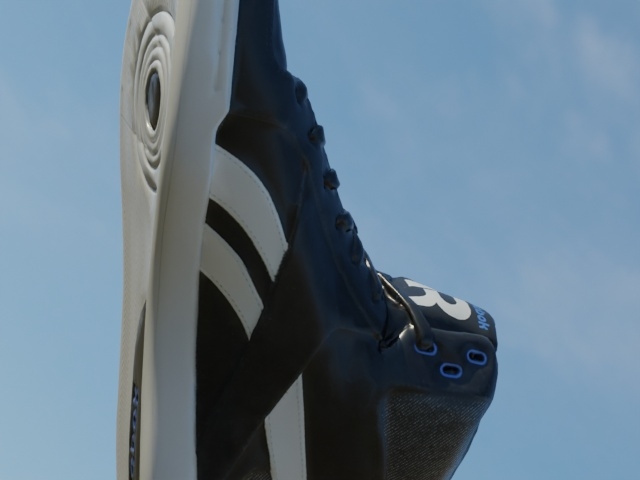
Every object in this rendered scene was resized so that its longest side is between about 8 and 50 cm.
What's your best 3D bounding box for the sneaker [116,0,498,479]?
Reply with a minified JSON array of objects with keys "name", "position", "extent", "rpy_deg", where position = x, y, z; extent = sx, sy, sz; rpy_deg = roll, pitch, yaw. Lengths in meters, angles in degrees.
[{"name":"sneaker","position":[0.000,0.000,0.584],"extent":[0.079,0.121,0.217],"rpy_deg":[-134,-134,-65]}]
